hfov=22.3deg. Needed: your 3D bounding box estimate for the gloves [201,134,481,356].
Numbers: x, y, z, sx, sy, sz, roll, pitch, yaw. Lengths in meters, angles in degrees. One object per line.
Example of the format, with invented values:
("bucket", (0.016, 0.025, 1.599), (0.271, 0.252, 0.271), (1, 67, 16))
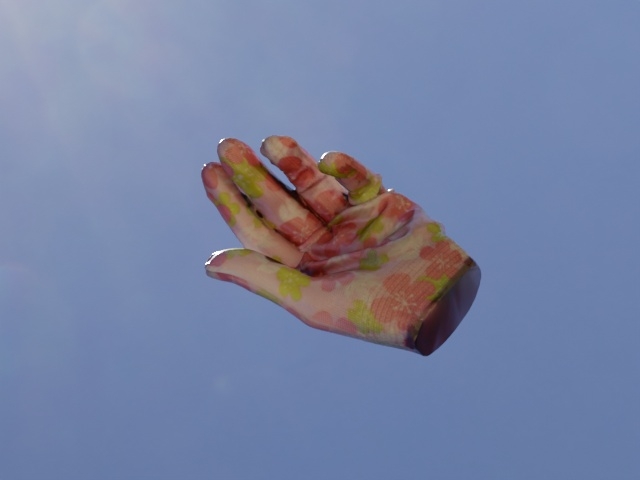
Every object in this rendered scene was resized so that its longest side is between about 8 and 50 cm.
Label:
("gloves", (0.005, 0.002, 1.355), (0.145, 0.241, 0.126), (-60, -26, 2))
